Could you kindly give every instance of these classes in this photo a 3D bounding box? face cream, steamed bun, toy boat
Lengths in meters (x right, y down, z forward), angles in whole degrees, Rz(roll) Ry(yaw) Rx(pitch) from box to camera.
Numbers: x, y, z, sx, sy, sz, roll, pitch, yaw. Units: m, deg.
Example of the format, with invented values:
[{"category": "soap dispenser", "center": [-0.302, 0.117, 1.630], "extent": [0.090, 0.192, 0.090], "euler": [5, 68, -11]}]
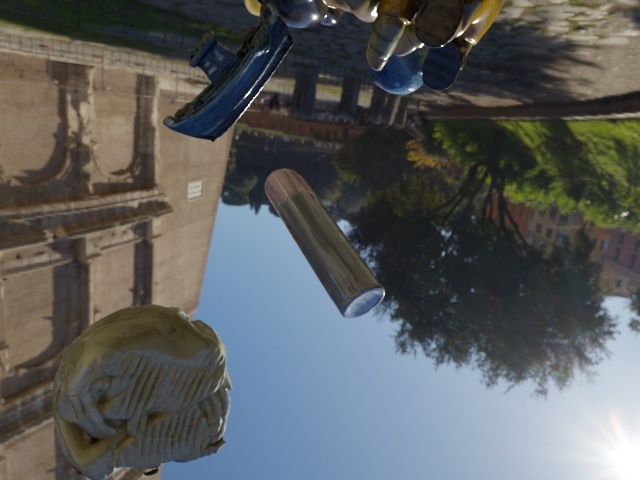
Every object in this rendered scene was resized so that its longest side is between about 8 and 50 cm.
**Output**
[{"category": "face cream", "center": [0.000, 0.000, 0.603], "extent": [0.198, 0.057, 0.084], "euler": [55, -173, 30]}, {"category": "steamed bun", "center": [-0.360, 0.290, 1.019], "extent": [0.346, 0.394, 0.237], "euler": [-40, -142, -15]}, {"category": "toy boat", "center": [-0.083, -0.144, 0.428], "extent": [0.060, 0.137, 0.060], "euler": [34, -163, -29]}, {"category": "toy boat", "center": [0.198, -0.457, 1.021], "extent": [0.122, 0.330, 0.215], "euler": [10, 164, 26]}]

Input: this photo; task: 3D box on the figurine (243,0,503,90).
[{"category": "figurine", "center": [0.044, -0.259, 0.464], "extent": [0.256, 0.167, 0.192], "euler": [29, -158, 14]}]
